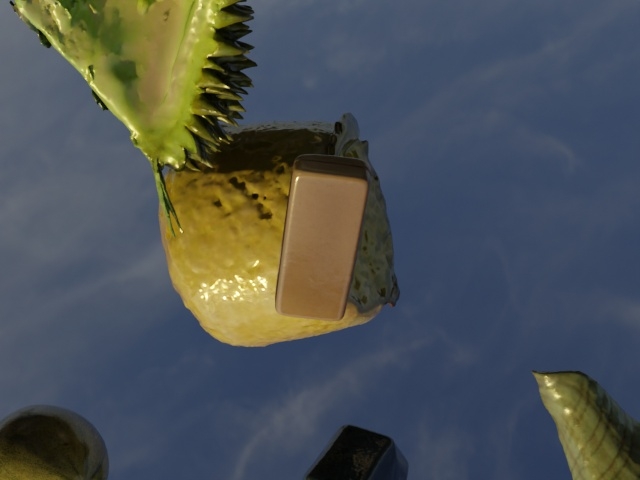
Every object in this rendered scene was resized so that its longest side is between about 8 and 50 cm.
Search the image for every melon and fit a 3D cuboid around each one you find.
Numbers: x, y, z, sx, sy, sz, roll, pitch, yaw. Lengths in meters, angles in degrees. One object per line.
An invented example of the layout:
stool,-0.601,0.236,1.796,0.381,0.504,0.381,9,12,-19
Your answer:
melon,-0.228,0.186,0.735,0.131,0.098,0.098,1,-133,53

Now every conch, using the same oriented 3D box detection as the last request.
conch,0.208,0.193,0.521,0.137,0.234,0.114,-7,-156,14

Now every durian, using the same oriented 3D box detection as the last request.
durian,-0.143,-0.193,0.549,0.169,0.355,0.157,-43,-144,-14

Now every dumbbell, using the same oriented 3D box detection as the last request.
dumbbell,0.140,0.296,0.874,0.325,0.144,0.160,13,-144,24

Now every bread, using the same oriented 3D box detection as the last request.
bread,-0.036,-0.011,0.714,0.170,0.197,0.197,-9,-133,22

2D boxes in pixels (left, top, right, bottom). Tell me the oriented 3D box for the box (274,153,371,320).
box,0.000,0.000,0.540,0.048,0.115,0.025,7,-142,-2
